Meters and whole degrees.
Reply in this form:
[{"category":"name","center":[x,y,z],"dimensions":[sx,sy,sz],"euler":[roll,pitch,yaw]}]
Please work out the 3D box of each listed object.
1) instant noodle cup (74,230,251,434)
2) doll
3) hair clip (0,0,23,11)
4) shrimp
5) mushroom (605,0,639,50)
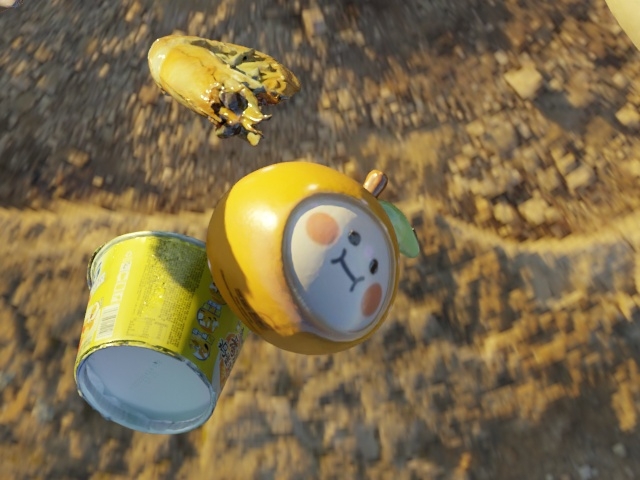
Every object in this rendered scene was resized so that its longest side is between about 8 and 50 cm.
[{"category":"instant noodle cup","center":[-0.177,0.107,2.009],"dimensions":[0.205,0.153,0.205],"euler":[7,136,7]},{"category":"doll","center":[0.000,0.000,1.921],"dimensions":[0.236,0.213,0.213],"euler":[-44,106,-30]},{"category":"hair clip","center":[-0.329,-0.191,1.558],"dimensions":[0.300,0.069,0.173],"euler":[-16,133,39]},{"category":"shrimp","center":[-0.056,-0.097,1.174],"dimensions":[0.099,0.180,0.041],"euler":[9,108,-19]},{"category":"mushroom","center":[0.347,-0.233,1.215],"dimensions":[0.362,0.294,0.362],"euler":[0,80,0]}]
